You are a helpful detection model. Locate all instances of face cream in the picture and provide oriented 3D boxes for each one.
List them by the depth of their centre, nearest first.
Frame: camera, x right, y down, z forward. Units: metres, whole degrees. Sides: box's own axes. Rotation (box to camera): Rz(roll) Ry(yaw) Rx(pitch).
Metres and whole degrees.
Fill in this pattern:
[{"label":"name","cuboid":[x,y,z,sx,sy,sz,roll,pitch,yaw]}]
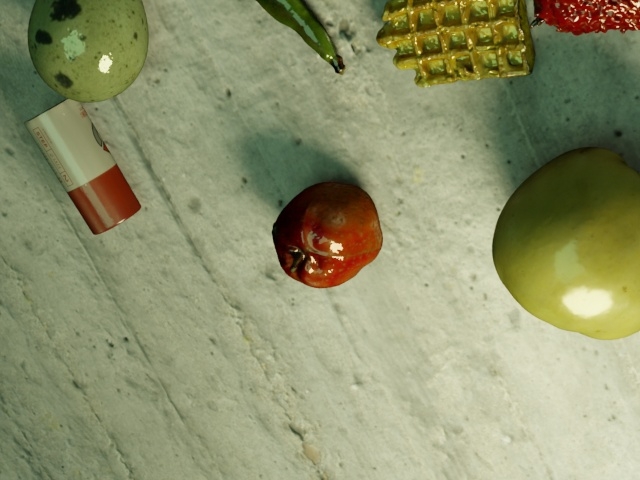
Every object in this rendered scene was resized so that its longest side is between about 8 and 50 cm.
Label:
[{"label":"face cream","cuboid":[-0.387,-0.123,1.747,0.096,0.096,0.214,-22,106,29]}]

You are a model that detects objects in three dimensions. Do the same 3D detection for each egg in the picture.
[{"label":"egg","cuboid":[-0.342,-0.318,1.588,0.177,0.177,0.228,15,108,14]}]

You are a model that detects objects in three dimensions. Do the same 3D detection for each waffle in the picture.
[{"label":"waffle","cuboid":[0.177,-0.290,1.463,0.211,0.055,0.160,-6,111,23]}]

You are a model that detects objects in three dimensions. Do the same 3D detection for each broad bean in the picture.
[{"label":"broad bean","cuboid":[-0.070,-0.350,1.540,0.297,0.043,0.060,38,132,-1]}]

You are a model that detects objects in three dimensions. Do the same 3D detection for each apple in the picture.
[{"label":"apple","cuboid":[0.363,0.004,1.432,0.262,0.262,0.262,9,118,18]}]

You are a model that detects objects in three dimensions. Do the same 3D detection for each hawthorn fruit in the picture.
[{"label":"hawthorn fruit","cuboid":[0.000,0.000,1.599,0.157,0.194,0.157,16,123,26]}]

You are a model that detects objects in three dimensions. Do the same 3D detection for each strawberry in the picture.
[{"label":"strawberry","cuboid":[0.361,-0.338,1.349,0.208,0.087,0.167,-1,113,21]}]
